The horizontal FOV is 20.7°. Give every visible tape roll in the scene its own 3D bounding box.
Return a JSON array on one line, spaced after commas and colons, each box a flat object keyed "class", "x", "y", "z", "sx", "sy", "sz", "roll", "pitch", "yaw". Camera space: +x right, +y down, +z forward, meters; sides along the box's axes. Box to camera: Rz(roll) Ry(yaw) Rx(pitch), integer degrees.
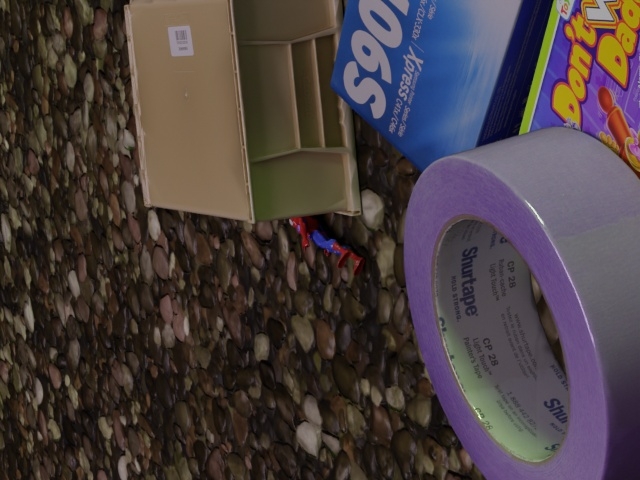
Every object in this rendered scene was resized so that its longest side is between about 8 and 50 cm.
[{"class": "tape roll", "x": 0.163, "y": 0.060, "z": 1.266, "sx": 0.275, "sy": 0.090, "sz": 0.274, "roll": 49, "pitch": 147, "yaw": 47}]

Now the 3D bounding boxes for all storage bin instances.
[{"class": "storage bin", "x": -0.086, "y": -0.155, "z": 1.792, "sx": 0.262, "sy": 0.123, "sz": 0.260, "roll": 10, "pitch": 107, "yaw": 61}]

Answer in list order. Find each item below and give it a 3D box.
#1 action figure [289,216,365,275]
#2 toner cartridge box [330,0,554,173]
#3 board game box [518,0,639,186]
[{"class": "action figure", "x": 0.000, "y": 0.000, "z": 1.771, "sx": 0.115, "sy": 0.038, "sz": 0.030, "roll": 43, "pitch": 107, "yaw": 48}, {"class": "toner cartridge box", "x": 0.109, "y": -0.202, "z": 1.370, "sx": 0.165, "sy": 0.075, "sz": 0.348, "roll": 43, "pitch": 148, "yaw": 23}, {"class": "board game box", "x": 0.243, "y": -0.069, "z": 1.206, "sx": 0.233, "sy": 0.078, "sz": 0.347, "roll": 58, "pitch": 154, "yaw": 35}]
